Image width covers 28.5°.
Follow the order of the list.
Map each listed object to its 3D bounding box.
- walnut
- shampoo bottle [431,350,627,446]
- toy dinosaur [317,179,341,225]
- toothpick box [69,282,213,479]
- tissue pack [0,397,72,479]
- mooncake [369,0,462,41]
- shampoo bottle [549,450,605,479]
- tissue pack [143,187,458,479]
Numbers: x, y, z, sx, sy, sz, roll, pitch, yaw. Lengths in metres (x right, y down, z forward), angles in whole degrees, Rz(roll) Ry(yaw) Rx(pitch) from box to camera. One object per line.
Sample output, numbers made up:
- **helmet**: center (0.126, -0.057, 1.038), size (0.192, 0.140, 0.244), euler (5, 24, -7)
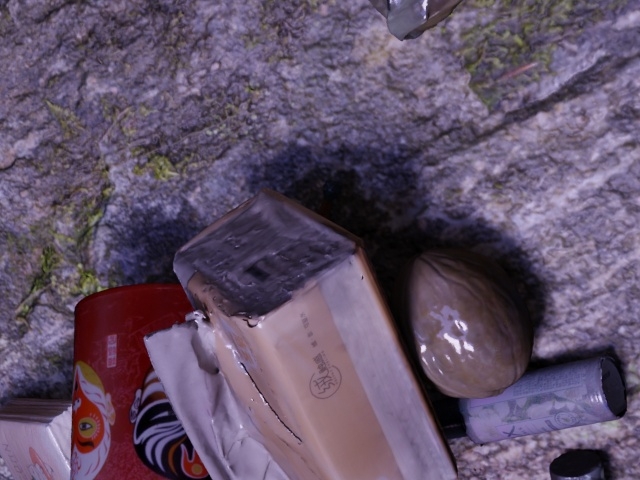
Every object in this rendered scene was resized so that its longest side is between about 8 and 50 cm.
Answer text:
- **walnut**: center (0.141, 0.083, 1.262), size (0.140, 0.140, 0.162), euler (-22, 88, 35)
- **shampoo bottle**: center (0.208, 0.170, 1.302), size (0.214, 0.072, 0.072), euler (-17, 102, 35)
- **toy dinosaur**: center (0.000, 0.000, 1.354), size (0.049, 0.055, 0.154), euler (29, 131, 20)
- **toothpick box**: center (-0.172, 0.234, 1.373), size (0.204, 0.204, 0.333), euler (-17, 65, 35)
- **tissue pack**: center (-0.327, 0.282, 1.582), size (0.325, 0.071, 0.170), euler (-12, 109, 61)
- **mooncake**: center (0.092, -0.266, 1.171), size (0.130, 0.073, 0.125), euler (-33, 96, 38)
- **shampoo bottle**: center (0.286, 0.325, 1.331), size (0.063, 0.057, 0.208), euler (-4, 111, 24)
- **tissue pack**: center (-0.035, 0.145, 1.259), size (0.238, 0.239, 0.306), euler (-3, 126, 31)
